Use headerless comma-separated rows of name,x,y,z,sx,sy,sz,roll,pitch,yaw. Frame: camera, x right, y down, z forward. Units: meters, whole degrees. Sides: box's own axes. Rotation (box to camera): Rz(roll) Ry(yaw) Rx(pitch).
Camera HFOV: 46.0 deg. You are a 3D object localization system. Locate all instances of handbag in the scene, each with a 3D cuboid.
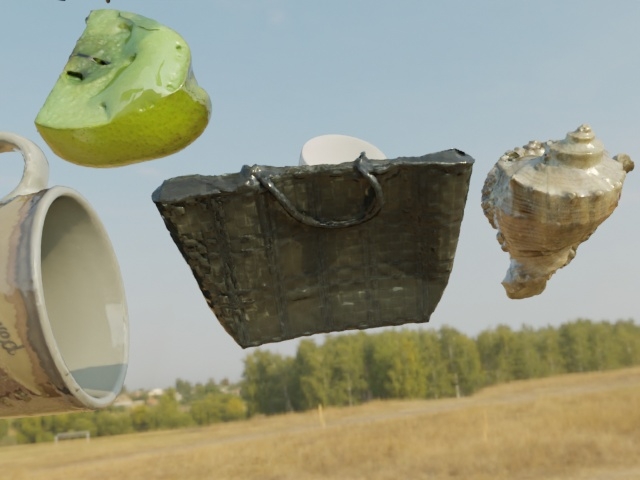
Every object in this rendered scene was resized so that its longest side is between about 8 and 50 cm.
handbag,0.000,0.000,0.670,0.271,0.088,0.175,-7,-50,0

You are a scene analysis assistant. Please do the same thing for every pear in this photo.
pear,-0.375,-0.292,1.575,0.318,0.342,0.238,8,-29,13

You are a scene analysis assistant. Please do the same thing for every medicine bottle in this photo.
medicine bottle,0.010,-0.010,0.796,0.103,0.102,0.186,-2,-51,-16

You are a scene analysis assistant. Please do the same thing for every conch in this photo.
conch,0.268,-0.031,0.862,0.179,0.163,0.245,-6,-52,-19

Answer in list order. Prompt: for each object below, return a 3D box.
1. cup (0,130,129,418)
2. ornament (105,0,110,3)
cup,-0.357,0.039,0.764,0.257,0.300,0.227,-9,-12,1
ornament,-0.418,-0.485,1.166,0.261,0.106,0.251,16,-38,1
